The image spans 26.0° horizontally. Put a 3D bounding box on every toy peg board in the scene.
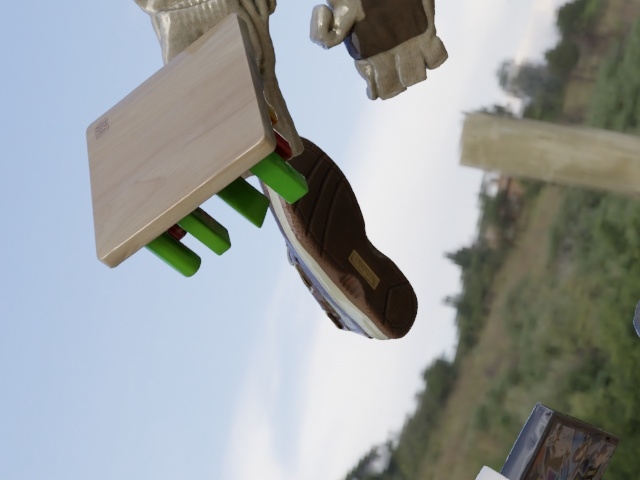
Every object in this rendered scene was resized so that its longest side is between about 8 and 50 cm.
[{"bbox_3d":[-0.092,-0.062,1.064,0.079,0.161,0.161,41,-157,-38],"label":"toy peg board"}]

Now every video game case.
[{"bbox_3d":[0.287,0.363,1.854,0.248,0.035,0.275,26,-89,-55],"label":"video game case"}]

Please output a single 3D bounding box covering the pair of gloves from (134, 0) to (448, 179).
[{"bbox_3d":[-0.018,-0.185,1.162,0.204,0.240,0.042,61,176,-26],"label":"pair of gloves"}]

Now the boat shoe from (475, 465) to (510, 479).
[{"bbox_3d":[0.282,0.391,1.607,0.097,0.324,0.116,-53,19,-9],"label":"boat shoe"}]

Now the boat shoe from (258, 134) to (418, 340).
[{"bbox_3d":[-0.004,0.005,1.404,0.095,0.095,0.257,-51,-59,-35],"label":"boat shoe"}]

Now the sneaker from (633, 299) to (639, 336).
[{"bbox_3d":[0.630,0.105,1.969,0.182,0.410,0.158,97,158,-55],"label":"sneaker"}]
